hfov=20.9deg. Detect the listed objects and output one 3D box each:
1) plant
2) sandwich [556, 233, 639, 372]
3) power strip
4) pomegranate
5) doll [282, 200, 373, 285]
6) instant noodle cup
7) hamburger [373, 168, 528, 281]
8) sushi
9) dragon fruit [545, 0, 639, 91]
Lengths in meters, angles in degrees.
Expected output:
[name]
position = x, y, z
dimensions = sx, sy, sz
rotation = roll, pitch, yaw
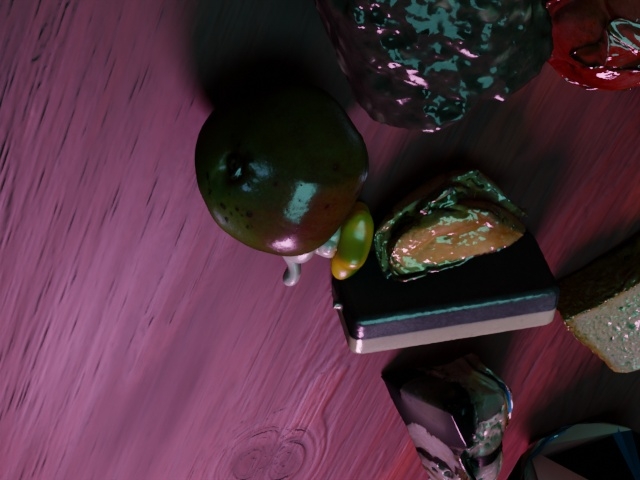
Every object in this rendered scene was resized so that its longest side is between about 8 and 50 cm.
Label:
[plant]
position = 0.081, -0.275, 1.556
dimensions = 0.213, 0.215, 0.312
rotation = -25, 127, 0
[sandwich]
position = 0.406, 0.061, 2.118
dimensions = 0.214, 0.065, 0.186
rotation = -34, 135, 15
[power strip]
position = 0.136, 0.060, 1.988
dimensions = 0.256, 0.105, 0.070
rotation = -7, 135, -12
[pomegranate]
position = -0.026, -0.077, 1.762
dimensions = 0.180, 0.180, 0.209
rotation = -50, 162, 27
[doll]
position = -0.002, 0.006, 1.917
dimensions = 0.113, 0.071, 0.135
rotation = 26, 125, -28
[instant noodle cup]
position = 0.367, 0.361, 2.303
dimensions = 0.240, 0.240, 0.178
rotation = -18, 127, -2
[hamburger]
position = 0.136, -0.034, 1.917
dimensions = 0.176, 0.087, 0.102
rotation = -17, 126, 6
[sushi]
position = 0.190, 0.245, 2.195
dimensions = 0.109, 0.134, 0.273
rotation = -40, 133, -19
[dragon fruit]
position = 0.278, -0.232, 1.693
dimensions = 0.172, 0.209, 0.172
rotation = -29, 157, -13
